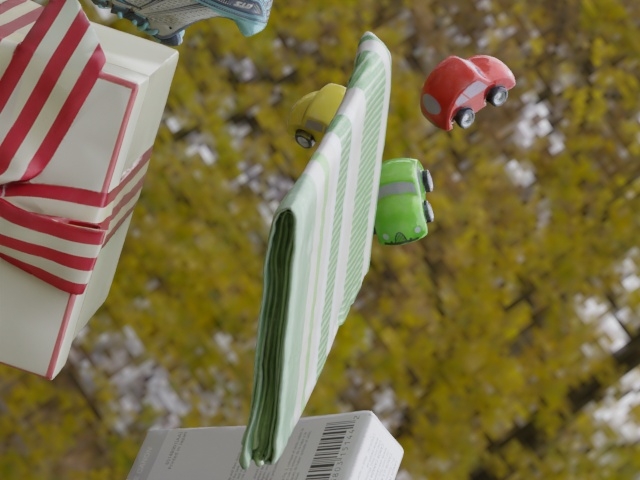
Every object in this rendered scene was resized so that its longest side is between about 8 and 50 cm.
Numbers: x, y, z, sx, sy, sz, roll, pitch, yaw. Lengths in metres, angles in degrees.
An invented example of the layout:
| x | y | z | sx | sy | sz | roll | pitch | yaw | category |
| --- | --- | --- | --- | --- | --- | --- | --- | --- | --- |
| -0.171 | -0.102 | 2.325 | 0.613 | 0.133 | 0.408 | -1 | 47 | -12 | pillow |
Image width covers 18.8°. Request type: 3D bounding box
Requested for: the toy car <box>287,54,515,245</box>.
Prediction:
| x | y | z | sx | sy | sz | roll | pitch | yaw | category |
| --- | --- | --- | --- | --- | --- | --- | --- | --- | --- |
| 0.075 | -0.093 | 1.900 | 0.053 | 0.239 | 0.225 | 66 | 17 | -45 | toy car |

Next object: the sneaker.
| x | y | z | sx | sy | sz | roll | pitch | yaw | category |
| --- | --- | --- | --- | --- | --- | --- | --- | --- | --- |
| -0.183 | -0.256 | 1.992 | 0.110 | 0.283 | 0.122 | -87 | 178 | -65 | sneaker |

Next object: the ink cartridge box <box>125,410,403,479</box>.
| x | y | z | sx | sy | sz | roll | pitch | yaw | category |
| --- | --- | --- | --- | --- | --- | --- | --- | --- | --- |
| -0.088 | 0.290 | 1.688 | 0.261 | 0.296 | 0.066 | -8 | -46 | 36 | ink cartridge box |

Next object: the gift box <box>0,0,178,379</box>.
| x | y | z | sx | sy | sz | roll | pitch | yaw | category |
| --- | --- | --- | --- | --- | --- | --- | --- | --- | --- |
| -0.256 | -0.077 | 1.410 | 0.258 | 0.255 | 0.276 | -72 | 175 | -76 | gift box |

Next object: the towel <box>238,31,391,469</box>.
| x | y | z | sx | sy | sz | roll | pitch | yaw | category |
| --- | --- | --- | --- | --- | --- | --- | --- | --- | --- |
| 0.000 | 0.000 | 1.548 | 0.038 | 0.325 | 0.247 | 13 | -58 | 9 | towel |
